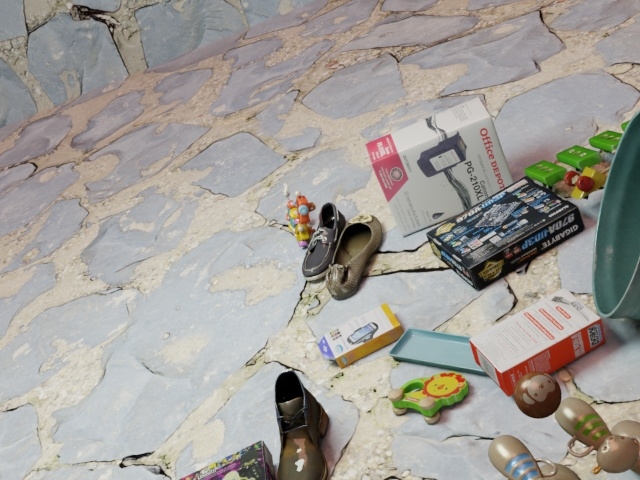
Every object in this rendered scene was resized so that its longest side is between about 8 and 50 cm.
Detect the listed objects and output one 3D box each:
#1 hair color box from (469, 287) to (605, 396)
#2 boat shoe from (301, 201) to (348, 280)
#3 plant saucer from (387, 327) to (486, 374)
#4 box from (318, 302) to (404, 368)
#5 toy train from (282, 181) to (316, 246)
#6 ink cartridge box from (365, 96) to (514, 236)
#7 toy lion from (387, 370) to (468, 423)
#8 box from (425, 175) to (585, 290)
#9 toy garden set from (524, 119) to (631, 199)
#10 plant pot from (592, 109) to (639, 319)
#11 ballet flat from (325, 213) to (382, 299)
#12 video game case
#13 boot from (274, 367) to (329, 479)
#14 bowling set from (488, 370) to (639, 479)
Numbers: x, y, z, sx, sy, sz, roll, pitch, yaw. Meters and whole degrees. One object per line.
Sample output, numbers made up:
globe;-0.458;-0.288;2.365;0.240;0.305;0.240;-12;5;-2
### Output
hair color box;0.310;0.144;1.440;0.167;0.053;0.093;-28;34;-9
boat shoe;0.000;0.000;1.955;0.075;0.065;0.206;-11;31;25
plant saucer;0.196;0.171;1.545;0.192;0.018;0.067;4;40;44
box;0.065;0.160;1.664;0.136;0.028;0.081;-29;27;-1
toy train;-0.036;-0.058;2.038;0.046;0.125;0.166;-9;20;-11
ink cartridge box;0.228;-0.138;1.890;0.237;0.172;0.100;-22;28;7
toy lion;0.163;0.222;1.473;0.100;0.034;0.096;6;34;46
box;0.315;-0.017;1.736;0.220;0.051;0.175;-30;27;-8
toy garden set;0.510;-0.141;1.774;0.244;0.049;0.204;-25;15;-3
plant pot;0.509;-0.021;1.374;0.196;0.293;0.293;10;34;4
ballet flat;0.059;0.016;1.886;0.084;0.058;0.250;-10;31;26
video game case;-0.166;0.403;1.407;0.232;0.042;0.210;-27;28;4
boot;-0.042;0.284;1.448;0.082;0.106;0.219;-19;28;13
bowling set;0.276;0.263;1.135;0.287;0.200;0.154;-33;29;-5
